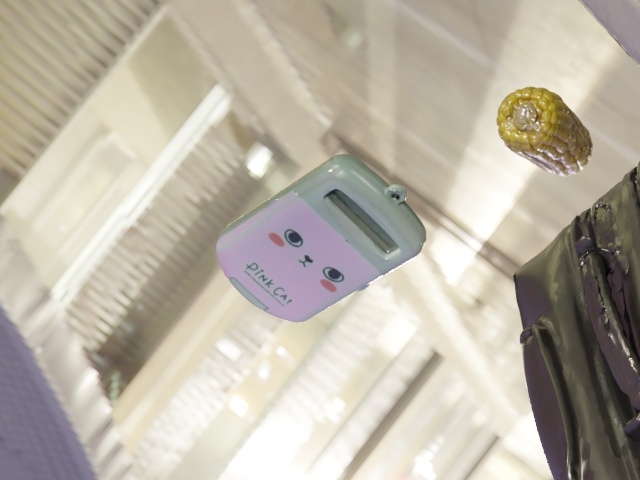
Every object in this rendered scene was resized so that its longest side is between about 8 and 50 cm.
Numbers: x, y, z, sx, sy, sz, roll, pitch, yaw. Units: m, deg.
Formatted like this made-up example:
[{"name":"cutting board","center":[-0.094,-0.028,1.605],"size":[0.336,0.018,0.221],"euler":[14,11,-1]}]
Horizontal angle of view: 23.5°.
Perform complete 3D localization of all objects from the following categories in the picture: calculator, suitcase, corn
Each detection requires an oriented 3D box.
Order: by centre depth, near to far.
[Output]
[{"name":"suitcase","center":[0.284,0.138,0.989],"size":[0.339,0.188,0.345],"euler":[29,-146,-26]},{"name":"calculator","center":[0.000,0.000,1.605],"size":[0.141,0.246,0.045],"euler":[44,-141,-19]},{"name":"corn","center":[0.262,-0.120,1.744],"size":[0.080,0.080,0.231],"euler":[37,-172,25]}]

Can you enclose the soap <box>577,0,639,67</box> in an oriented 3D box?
[{"name":"soap","center":[0.292,-0.352,1.207],"size":[0.435,0.213,0.350],"euler":[-120,23,-52]}]
